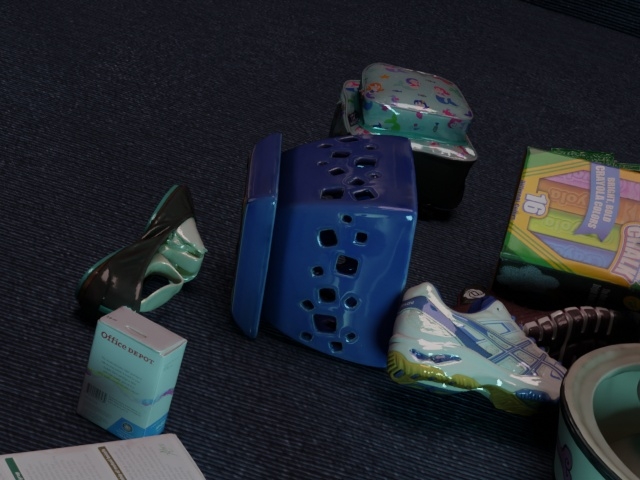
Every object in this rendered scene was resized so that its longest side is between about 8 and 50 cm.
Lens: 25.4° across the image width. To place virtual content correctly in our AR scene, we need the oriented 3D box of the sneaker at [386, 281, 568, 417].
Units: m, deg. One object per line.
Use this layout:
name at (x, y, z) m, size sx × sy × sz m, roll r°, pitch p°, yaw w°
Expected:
sneaker at (0.226, 0.134, 1.725) m, size 0.296 × 0.131 × 0.112 m, roll 18°, pitch -21°, yaw -22°

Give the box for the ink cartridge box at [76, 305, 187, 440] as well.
ink cartridge box at (-0.202, 0.145, 1.516) m, size 0.088 × 0.122 × 0.052 m, roll 26°, pitch 28°, yaw 19°

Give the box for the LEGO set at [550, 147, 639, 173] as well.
LEGO set at (0.456, 0.003, 2.167) m, size 0.331 × 0.192 × 0.255 m, roll -2°, pitch 57°, yaw 0°

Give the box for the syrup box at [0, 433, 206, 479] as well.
syrup box at (-0.231, 0.254, 1.318) m, size 0.237 × 0.093 × 0.096 m, roll -2°, pitch 32°, yaw -33°

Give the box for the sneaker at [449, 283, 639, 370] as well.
sneaker at (0.280, 0.105, 1.902) m, size 0.281 × 0.106 × 0.162 m, roll 1°, pitch 27°, yaw -27°

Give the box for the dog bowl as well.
dog bowl at (0.440, 0.287, 1.585) m, size 0.408 × 0.150 × 0.408 m, roll 13°, pitch 26°, yaw -6°

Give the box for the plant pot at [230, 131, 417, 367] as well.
plant pot at (0.000, 0.000, 1.811) m, size 0.212 × 0.236 × 0.236 m, roll 7°, pitch 28°, yaw -4°

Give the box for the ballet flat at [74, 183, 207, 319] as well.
ballet flat at (-0.207, 0.028, 1.794) m, size 0.096 × 0.095 × 0.280 m, roll 30°, pitch 38°, yaw 5°

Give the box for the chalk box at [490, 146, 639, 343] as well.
chalk box at (0.395, 0.015, 1.947) m, size 0.289 × 0.180 × 0.179 m, roll 14°, pitch 67°, yaw 7°

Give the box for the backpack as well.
backpack at (0.127, -0.174, 2.280) m, size 0.225 × 0.191 × 0.253 m, roll 11°, pitch 22°, yaw -10°

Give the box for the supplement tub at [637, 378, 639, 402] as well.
supplement tub at (0.489, 0.061, 1.515) m, size 0.235 × 0.325 × 0.235 m, roll 14°, pitch 26°, yaw -7°
